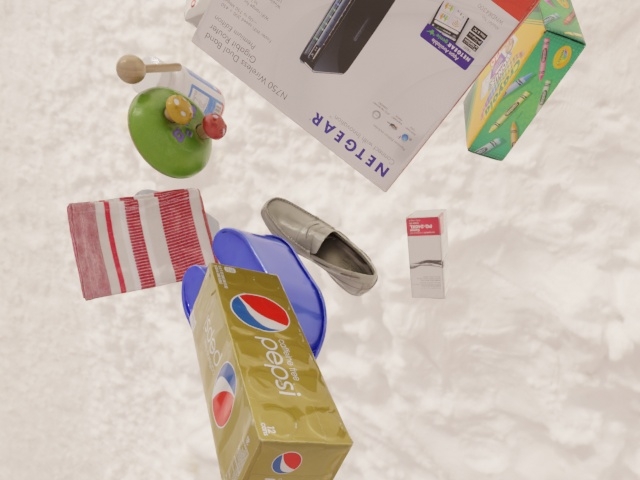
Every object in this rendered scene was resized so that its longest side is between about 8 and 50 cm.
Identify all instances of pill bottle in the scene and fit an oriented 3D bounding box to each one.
[{"bbox_3d":[-0.338,-0.351,1.383,0.124,0.221,0.124,-5,78,26],"label":"pill bottle"}]

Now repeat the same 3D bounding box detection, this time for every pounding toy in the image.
[{"bbox_3d":[-0.259,-0.243,1.084,0.110,0.183,0.236,-18,93,36],"label":"pounding toy"}]

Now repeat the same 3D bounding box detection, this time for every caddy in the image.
[{"bbox_3d":[-0.128,0.130,1.182,0.241,0.179,0.341,-47,53,18],"label":"caddy"}]

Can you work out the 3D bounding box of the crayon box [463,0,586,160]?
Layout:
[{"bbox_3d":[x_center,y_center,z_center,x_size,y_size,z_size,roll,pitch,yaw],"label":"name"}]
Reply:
[{"bbox_3d":[0.371,-0.309,1.099,0.081,0.165,0.278,16,139,-8],"label":"crayon box"}]

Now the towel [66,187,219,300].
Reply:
[{"bbox_3d":[-0.427,0.000,1.420,0.037,0.329,0.237,-35,68,62],"label":"towel"}]

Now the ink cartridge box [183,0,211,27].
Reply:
[{"bbox_3d":[-0.145,-0.574,1.243,0.289,0.211,0.121,-3,165,39],"label":"ink cartridge box"}]

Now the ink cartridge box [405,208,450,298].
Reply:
[{"bbox_3d":[0.200,0.023,1.069,0.063,0.109,0.150,-2,99,18],"label":"ink cartridge box"}]

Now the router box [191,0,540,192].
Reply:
[{"bbox_3d":[0.049,-0.281,0.731,0.335,0.082,0.301,38,117,3],"label":"router box"}]

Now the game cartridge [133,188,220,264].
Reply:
[{"bbox_3d":[-0.406,-0.031,1.689,0.062,0.198,0.297,-27,146,30],"label":"game cartridge"}]

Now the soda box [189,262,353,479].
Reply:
[{"bbox_3d":[-0.043,0.090,0.400,0.061,0.181,0.058,12,115,-27],"label":"soda box"}]

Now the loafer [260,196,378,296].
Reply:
[{"bbox_3d":[0.000,0.000,1.332,0.319,0.112,0.111,36,153,6],"label":"loafer"}]
